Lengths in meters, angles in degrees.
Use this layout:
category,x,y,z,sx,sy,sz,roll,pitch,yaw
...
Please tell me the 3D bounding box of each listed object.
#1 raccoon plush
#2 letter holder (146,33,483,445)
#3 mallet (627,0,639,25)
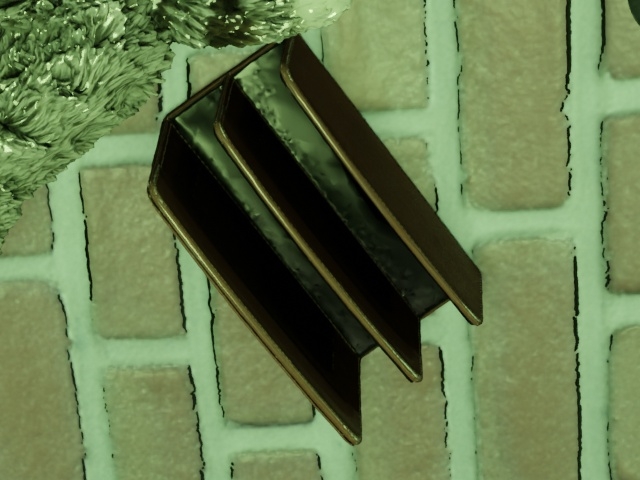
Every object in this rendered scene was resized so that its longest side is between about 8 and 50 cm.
category,x,y,z,sx,sy,sz,roll,pitch,yaw
raccoon plush,-0.201,-0.092,1.605,0.446,0.216,0.299,-6,74,18
letter holder,0.000,0.000,1.724,0.152,0.214,0.302,-34,108,15
mallet,0.256,-0.268,1.696,0.062,0.039,0.189,-32,105,29
